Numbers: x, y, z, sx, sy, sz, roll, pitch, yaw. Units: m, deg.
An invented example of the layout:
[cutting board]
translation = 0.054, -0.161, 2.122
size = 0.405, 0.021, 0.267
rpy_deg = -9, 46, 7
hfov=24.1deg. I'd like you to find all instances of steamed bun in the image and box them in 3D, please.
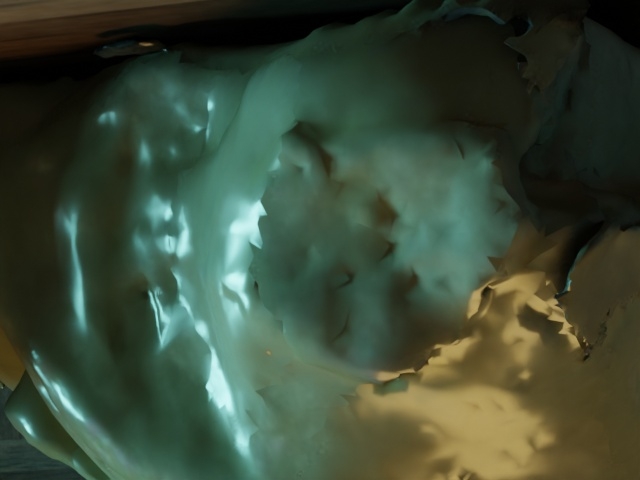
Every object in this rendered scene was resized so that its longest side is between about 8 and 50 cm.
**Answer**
[steamed bun]
translation = 0.011, 0.047, 0.609
size = 0.347, 0.237, 0.394
rpy_deg = -3, 178, -10

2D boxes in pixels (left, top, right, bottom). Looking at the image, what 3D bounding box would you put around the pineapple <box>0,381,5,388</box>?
[pineapple]
translation = -0.279, 0.056, 1.318
size = 0.193, 0.166, 0.166
rpy_deg = -5, 178, -10
